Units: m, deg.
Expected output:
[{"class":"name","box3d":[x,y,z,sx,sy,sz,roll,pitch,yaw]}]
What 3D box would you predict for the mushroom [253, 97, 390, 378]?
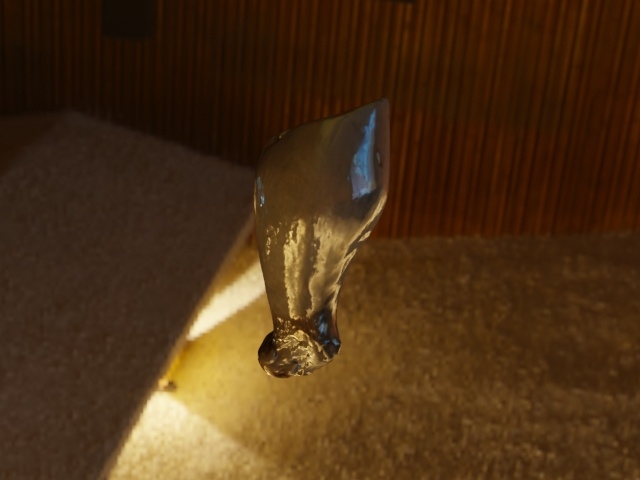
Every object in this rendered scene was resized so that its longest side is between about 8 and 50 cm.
[{"class":"mushroom","box3d":[0.000,0.000,0.997,0.093,0.225,0.116,16,-162,27]}]
